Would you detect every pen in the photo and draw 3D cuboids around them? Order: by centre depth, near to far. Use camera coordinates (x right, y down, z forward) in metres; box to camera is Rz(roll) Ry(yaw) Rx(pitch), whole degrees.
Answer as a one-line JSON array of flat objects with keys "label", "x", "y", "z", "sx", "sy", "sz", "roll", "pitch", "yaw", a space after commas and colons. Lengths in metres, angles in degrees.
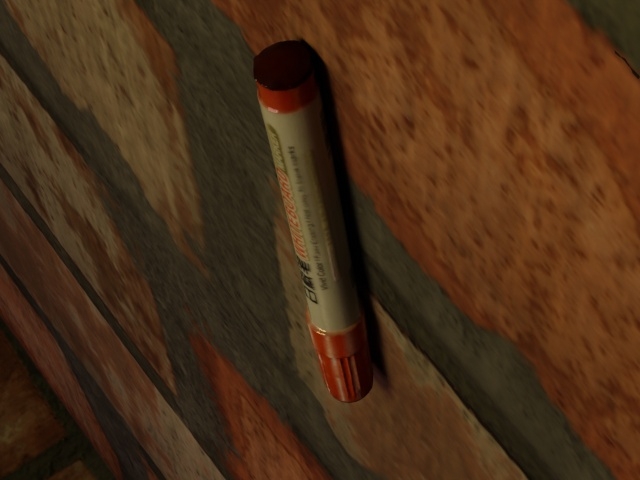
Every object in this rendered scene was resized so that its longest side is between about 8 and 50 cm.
[{"label": "pen", "x": 0.000, "y": 0.000, "z": 0.844, "sx": 0.028, "sy": 0.028, "sz": 0.239, "roll": 47, "pitch": 162, "yaw": 33}]
